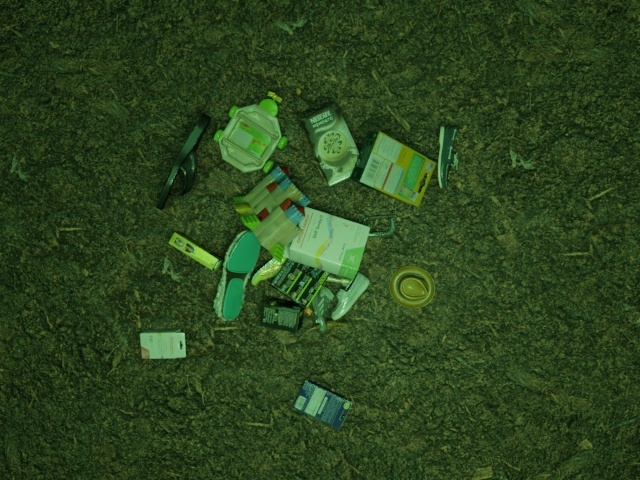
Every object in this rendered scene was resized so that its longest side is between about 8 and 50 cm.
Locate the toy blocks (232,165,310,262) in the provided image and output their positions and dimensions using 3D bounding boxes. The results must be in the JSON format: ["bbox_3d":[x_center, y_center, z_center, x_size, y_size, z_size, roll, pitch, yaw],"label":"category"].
[{"bbox_3d":[-0.167,-0.132,1.747,0.261,0.191,0.381,-42,48,5],"label":"toy blocks"}]

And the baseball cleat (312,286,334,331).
[{"bbox_3d":[0.015,0.273,1.817,0.110,0.072,0.205,-15,62,-8],"label":"baseball cleat"}]

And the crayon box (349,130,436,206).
[{"bbox_3d":[0.294,-0.280,1.748,0.323,0.083,0.202,19,95,-32],"label":"crayon box"}]

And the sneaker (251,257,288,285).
[{"bbox_3d":[-0.203,0.133,1.855,0.209,0.081,0.094,-39,92,4],"label":"sneaker"}]

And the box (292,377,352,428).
[{"bbox_3d":[0.009,0.709,1.893,0.226,0.036,0.136,25,95,3],"label":"box"}]

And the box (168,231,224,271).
[{"bbox_3d":[-0.526,0.048,1.870,0.232,0.087,0.058,31,92,3],"label":"box"}]

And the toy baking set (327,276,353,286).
[{"bbox_3d":[0.040,0.096,1.862,0.197,0.030,0.256,-18,92,4],"label":"toy baking set"}]

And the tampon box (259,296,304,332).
[{"bbox_3d":[-0.158,0.311,1.836,0.161,0.120,0.101,10,95,7],"label":"tampon box"}]

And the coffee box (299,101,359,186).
[{"bbox_3d":[0.052,-0.387,1.791,0.168,0.119,0.296,-25,91,5],"label":"coffee box"}]

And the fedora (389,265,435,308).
[{"bbox_3d":[0.386,0.199,1.821,0.195,0.079,0.194,0,93,3],"label":"fedora"}]

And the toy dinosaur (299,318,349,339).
[{"bbox_3d":[0.013,0.355,1.837,0.212,0.112,0.064,-13,93,5],"label":"toy dinosaur"}]

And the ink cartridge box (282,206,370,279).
[{"bbox_3d":[0.000,0.000,1.776,0.354,0.119,0.207,17,65,2],"label":"ink cartridge box"}]

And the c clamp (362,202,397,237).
[{"bbox_3d":[0.250,-0.080,1.847,0.161,0.022,0.137,-10,97,3],"label":"c clamp"}]

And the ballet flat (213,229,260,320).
[{"bbox_3d":[-0.370,0.134,1.842,0.147,0.147,0.408,18,93,3],"label":"ballet flat"}]

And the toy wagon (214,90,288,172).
[{"bbox_3d":[-0.269,-0.458,1.836,0.267,0.068,0.344,33,94,1],"label":"toy wagon"}]

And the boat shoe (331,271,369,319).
[{"bbox_3d":[0.108,0.228,1.832,0.081,0.079,0.227,42,83,-8],"label":"boat shoe"}]

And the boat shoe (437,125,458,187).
[{"bbox_3d":[0.521,-0.340,1.781,0.079,0.095,0.254,2,84,15],"label":"boat shoe"}]

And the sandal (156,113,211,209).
[{"bbox_3d":[-0.550,-0.310,1.821,0.107,0.167,0.445,28,95,-16],"label":"sandal"}]

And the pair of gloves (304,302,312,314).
[{"bbox_3d":[-0.046,0.273,1.887,0.083,0.010,0.074,-45,87,3],"label":"pair of gloves"}]

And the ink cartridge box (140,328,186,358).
[{"bbox_3d":[-0.675,0.451,1.909,0.199,0.067,0.115,-2,93,5],"label":"ink cartridge box"}]

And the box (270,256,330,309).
[{"bbox_3d":[-0.080,0.156,1.803,0.184,0.045,0.190,34,72,-1],"label":"box"}]
